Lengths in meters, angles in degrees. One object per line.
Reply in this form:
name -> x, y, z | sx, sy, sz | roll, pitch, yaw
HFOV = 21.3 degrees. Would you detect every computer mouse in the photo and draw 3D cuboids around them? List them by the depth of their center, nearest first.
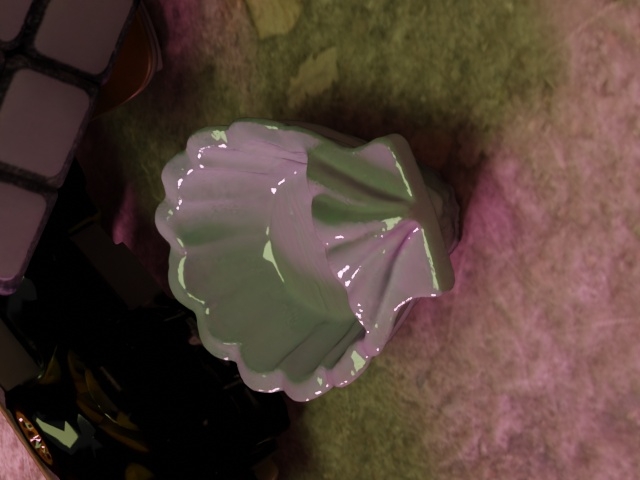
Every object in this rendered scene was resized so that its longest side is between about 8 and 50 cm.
computer mouse -> -0.194, -0.146, 1.368 | 0.199, 0.045, 0.102 | -16, 95, 55

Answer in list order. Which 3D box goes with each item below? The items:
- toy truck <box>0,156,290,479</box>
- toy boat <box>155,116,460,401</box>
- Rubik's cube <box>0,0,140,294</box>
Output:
toy truck -> -0.200, 0.104, 1.414 | 0.405, 0.180, 0.254 | 48, 155, 19
toy boat -> 0.000, 0.000, 1.151 | 0.290, 0.100, 0.199 | -13, 100, 56
Rubik's cube -> -0.360, -0.196, 1.198 | 0.344, 0.343, 0.337 | 29, 96, 43
